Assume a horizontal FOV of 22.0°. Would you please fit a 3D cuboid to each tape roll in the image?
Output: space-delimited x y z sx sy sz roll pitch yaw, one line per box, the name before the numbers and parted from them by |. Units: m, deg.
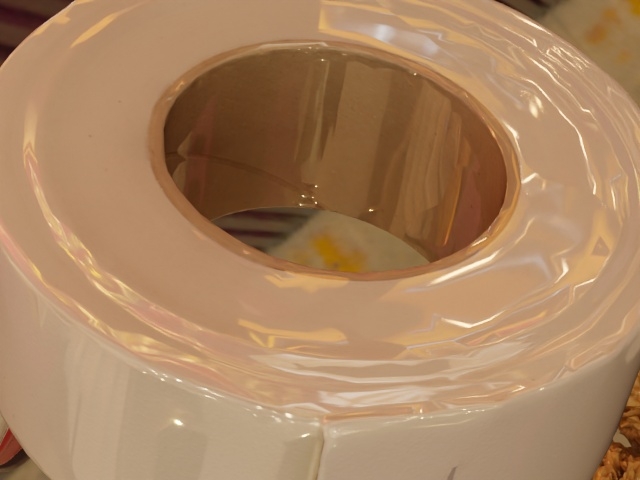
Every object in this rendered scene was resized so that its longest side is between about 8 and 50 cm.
tape roll | 0.000 0.000 0.679 0.286 0.286 0.100 29 135 19

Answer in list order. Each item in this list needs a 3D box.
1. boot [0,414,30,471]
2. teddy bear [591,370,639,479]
boot | -0.250 0.086 1.418 0.088 0.176 0.244 25 87 10
teddy bear | 0.160 0.159 0.766 0.338 0.113 0.245 14 62 32
